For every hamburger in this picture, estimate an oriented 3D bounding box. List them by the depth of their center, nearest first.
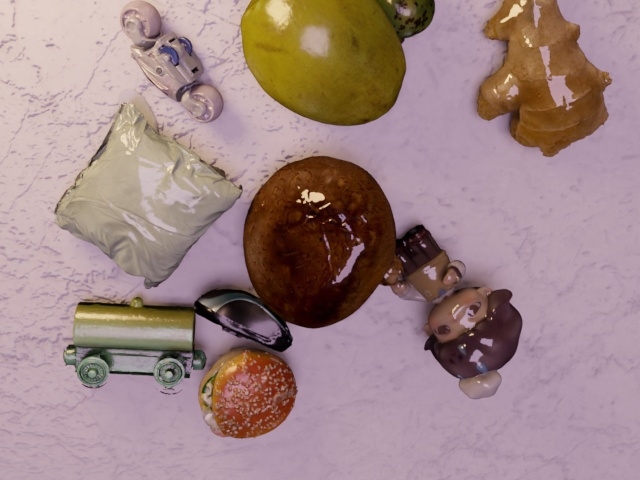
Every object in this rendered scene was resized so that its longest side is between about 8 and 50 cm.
[{"bbox_3d":[-0.164,0.352,1.356,0.236,0.147,0.237,-4,113,-9],"label":"hamburger"}]

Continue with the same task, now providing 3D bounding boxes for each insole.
[{"bbox_3d":[-0.355,-0.208,1.193,0.065,0.004,0.197,-16,112,-1],"label":"insole"}]

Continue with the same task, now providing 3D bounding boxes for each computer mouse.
[{"bbox_3d":[-0.161,0.164,1.295,0.233,0.137,0.096,25,87,-14],"label":"computer mouse"}]

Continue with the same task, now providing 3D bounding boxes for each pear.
[{"bbox_3d":[0.007,-0.344,1.055,0.307,0.253,0.253,26,106,-25],"label":"pear"}]

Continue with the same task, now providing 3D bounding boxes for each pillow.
[{"bbox_3d":[-0.354,-0.078,1.173,0.283,0.138,0.310,40,105,-14],"label":"pillow"}]

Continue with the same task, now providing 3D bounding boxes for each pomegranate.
[{"bbox_3d":[0.151,-0.428,1.122,0.122,0.122,0.161,11,144,-11],"label":"pomegranate"}]

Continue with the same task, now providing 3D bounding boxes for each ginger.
[{"bbox_3d":[0.425,-0.355,1.196,0.236,0.166,0.376,-25,89,40],"label":"ginger"}]

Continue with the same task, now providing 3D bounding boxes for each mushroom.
[{"bbox_3d":[-0.009,0.000,1.188,0.344,0.239,0.345,-1,78,4],"label":"mushroom"}]

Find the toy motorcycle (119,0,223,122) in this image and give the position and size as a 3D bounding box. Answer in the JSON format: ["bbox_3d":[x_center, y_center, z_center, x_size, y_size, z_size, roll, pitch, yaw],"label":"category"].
[{"bbox_3d":[-0.286,-0.328,1.116,0.112,0.112,0.254,-34,110,7],"label":"toy motorcycle"}]

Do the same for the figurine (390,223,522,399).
[{"bbox_3d":[0.296,0.141,1.299,0.218,0.206,0.365,-39,109,-4],"label":"figurine"}]

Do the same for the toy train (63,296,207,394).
[{"bbox_3d":[-0.402,0.225,1.289,0.307,0.126,0.190,4,110,-8],"label":"toy train"}]
